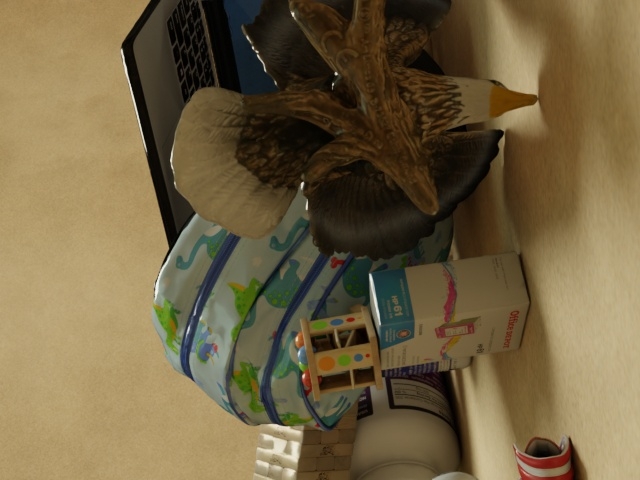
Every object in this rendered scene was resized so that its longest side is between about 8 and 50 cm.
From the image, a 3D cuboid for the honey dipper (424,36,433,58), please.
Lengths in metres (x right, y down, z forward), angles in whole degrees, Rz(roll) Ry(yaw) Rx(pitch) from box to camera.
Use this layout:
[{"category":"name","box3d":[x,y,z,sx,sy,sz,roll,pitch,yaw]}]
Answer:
[{"category":"honey dipper","box3d":[0.123,-0.204,1.256,0.030,0.030,0.160,-97,-3,-72]}]

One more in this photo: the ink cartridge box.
[{"category":"ink cartridge box","box3d":[0.105,0.058,0.920,0.088,0.122,0.052,83,176,-59]}]

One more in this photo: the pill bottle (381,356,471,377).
[{"category":"pill bottle","box3d":[0.074,0.101,1.289,0.112,0.187,0.112,174,90,-89]}]

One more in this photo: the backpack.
[{"category":"backpack","box3d":[-0.004,0.009,1.094,0.273,0.355,0.290,48,167,24]}]

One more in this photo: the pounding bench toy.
[{"category":"pounding bench toy","box3d":[0.012,0.087,0.940,0.083,0.065,0.052,-104,4,-64]}]

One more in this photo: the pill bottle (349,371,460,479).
[{"category":"pill bottle","box3d":[0.090,0.238,1.539,0.323,0.181,0.181,-96,0,-49]}]

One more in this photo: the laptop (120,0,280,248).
[{"category":"laptop","box3d":[-0.019,-0.130,1.243,0.408,0.236,0.382,-77,-19,-57]}]

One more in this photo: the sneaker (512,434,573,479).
[{"category":"sneaker","box3d":[0.156,0.170,0.810,0.118,0.042,0.067,156,104,-82]}]

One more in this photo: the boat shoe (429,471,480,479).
[{"category":"boat shoe","box3d":[0.145,0.324,1.214,0.102,0.108,0.301,-99,-5,-46]}]

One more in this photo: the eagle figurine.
[{"category":"eagle figurine","box3d":[0.042,-0.095,0.804,0.226,0.225,0.298,-62,3,9]}]

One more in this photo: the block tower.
[{"category":"block tower","box3d":[-0.010,0.181,1.413,0.091,0.097,0.335,3,88,51]}]
